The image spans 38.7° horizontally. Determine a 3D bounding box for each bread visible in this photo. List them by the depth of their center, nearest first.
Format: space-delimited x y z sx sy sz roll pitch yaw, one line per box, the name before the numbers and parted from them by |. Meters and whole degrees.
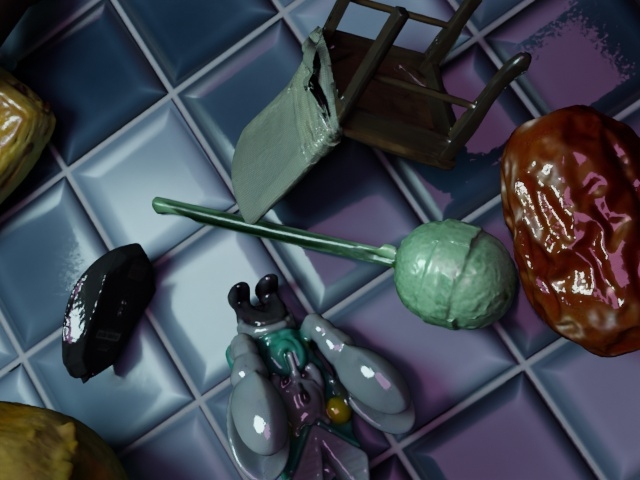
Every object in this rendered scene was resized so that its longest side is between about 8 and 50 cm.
bread | -0.460 -0.117 1.128 0.210 0.099 0.235 35 88 11

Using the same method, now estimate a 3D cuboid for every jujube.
jujube | 0.266 -0.008 0.902 0.174 0.174 0.250 -24 81 9

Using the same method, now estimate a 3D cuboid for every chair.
chair | 0.050 -0.144 0.971 0.319 0.186 0.160 -53 36 43

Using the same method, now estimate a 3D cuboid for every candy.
candy | 0.000 0.000 1.011 0.440 0.119 0.119 15 87 22

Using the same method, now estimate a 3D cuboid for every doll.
doll | -0.034 0.163 0.959 0.258 0.153 0.195 40 65 10

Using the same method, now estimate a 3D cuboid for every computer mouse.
computer mouse | -0.253 0.078 1.054 0.057 0.099 0.172 22 86 24

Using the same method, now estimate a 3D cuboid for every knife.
knife | -0.436 -0.225 1.178 0.096 0.010 0.027 -2 83 13

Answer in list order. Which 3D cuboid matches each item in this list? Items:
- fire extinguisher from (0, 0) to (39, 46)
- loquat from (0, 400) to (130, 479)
fire extinguisher | -0.385 -0.282 1.080 0.141 0.105 0.341 32 66 -18
loquat | -0.331 0.327 0.925 0.328 0.328 0.328 -2 83 13
